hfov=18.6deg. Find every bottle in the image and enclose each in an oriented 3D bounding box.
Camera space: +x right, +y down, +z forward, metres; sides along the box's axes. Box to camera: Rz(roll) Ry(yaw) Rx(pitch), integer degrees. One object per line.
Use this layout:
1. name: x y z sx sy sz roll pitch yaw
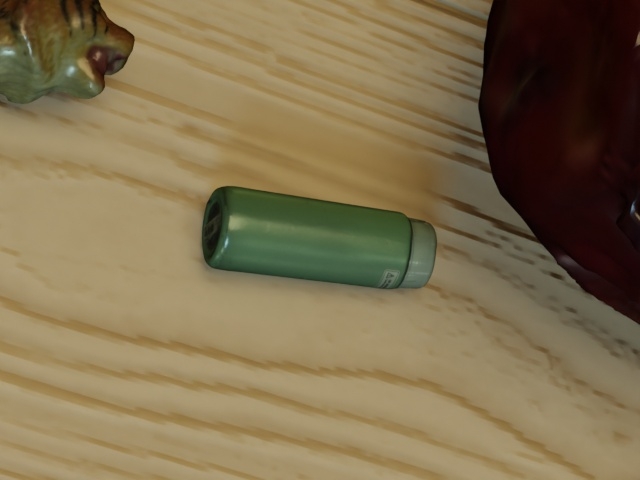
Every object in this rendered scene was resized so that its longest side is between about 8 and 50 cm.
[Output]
1. bottle: 0.000 0.000 0.711 0.083 0.030 0.030 8 70 -19

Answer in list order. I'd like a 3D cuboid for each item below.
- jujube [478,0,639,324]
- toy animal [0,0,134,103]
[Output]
1. jujube: 0.251 -0.048 0.716 0.377 0.258 0.258 15 67 -23
2. toy animal: -0.181 -0.054 0.654 0.241 0.057 0.099 5 64 -17
